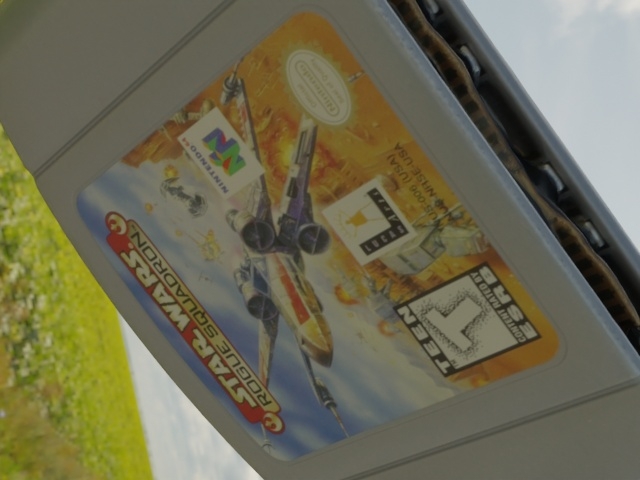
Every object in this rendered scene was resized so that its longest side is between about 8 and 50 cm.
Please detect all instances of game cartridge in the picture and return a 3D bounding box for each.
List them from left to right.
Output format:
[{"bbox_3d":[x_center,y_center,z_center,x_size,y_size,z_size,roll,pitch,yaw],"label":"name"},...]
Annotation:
[{"bbox_3d":[0.000,0.000,0.404,0.198,0.062,0.297,-32,-81,38],"label":"game cartridge"}]
